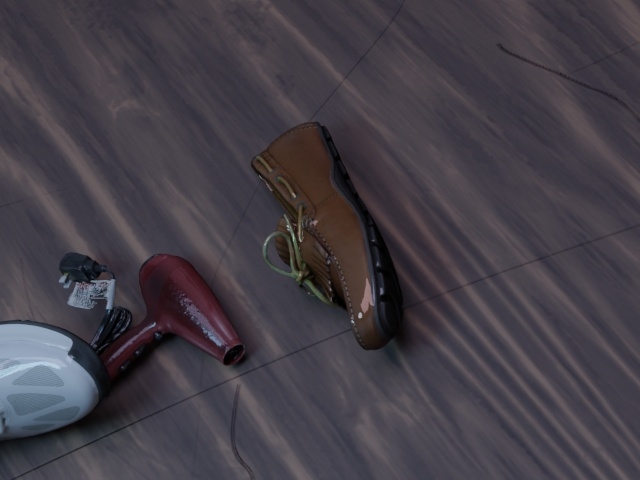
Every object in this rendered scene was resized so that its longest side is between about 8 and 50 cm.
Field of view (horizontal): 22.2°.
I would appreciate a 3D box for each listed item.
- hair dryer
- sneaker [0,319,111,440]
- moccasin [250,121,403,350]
[{"bbox_3d":[-0.229,0.125,2.151,0.293,0.080,0.224,0,72,25],"label":"hair dryer"},{"bbox_3d":[-0.485,0.252,2.029,0.447,0.169,0.257,-10,32,23],"label":"sneaker"},{"bbox_3d":[-0.001,-0.002,2.103,0.147,0.139,0.380,-26,52,1],"label":"moccasin"}]
